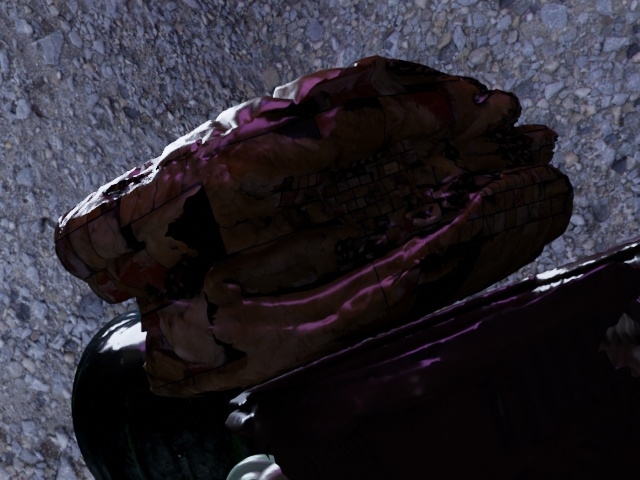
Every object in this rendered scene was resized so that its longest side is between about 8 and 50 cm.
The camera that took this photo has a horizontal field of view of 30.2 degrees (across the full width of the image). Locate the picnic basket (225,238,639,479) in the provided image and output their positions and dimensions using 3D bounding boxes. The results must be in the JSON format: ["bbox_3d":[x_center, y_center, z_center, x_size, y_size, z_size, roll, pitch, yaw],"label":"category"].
[{"bbox_3d":[0.089,0.087,0.533,0.222,0.129,0.297,-22,-3,-16],"label":"picnic basket"}]

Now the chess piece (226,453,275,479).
[{"bbox_3d":[-0.057,0.223,0.965,0.067,0.067,0.103,-26,6,18],"label":"chess piece"}]

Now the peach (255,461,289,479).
[{"bbox_3d":[-0.005,0.175,0.756,0.083,0.083,0.083,-25,-3,-2],"label":"peach"}]

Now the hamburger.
[{"bbox_3d":[0.000,0.000,0.537,0.230,0.107,0.231,-24,-8,-4],"label":"hamburger"}]

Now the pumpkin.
[{"bbox_3d":[-0.102,0.169,1.227,0.315,0.239,0.315,-14,12,3],"label":"pumpkin"}]
